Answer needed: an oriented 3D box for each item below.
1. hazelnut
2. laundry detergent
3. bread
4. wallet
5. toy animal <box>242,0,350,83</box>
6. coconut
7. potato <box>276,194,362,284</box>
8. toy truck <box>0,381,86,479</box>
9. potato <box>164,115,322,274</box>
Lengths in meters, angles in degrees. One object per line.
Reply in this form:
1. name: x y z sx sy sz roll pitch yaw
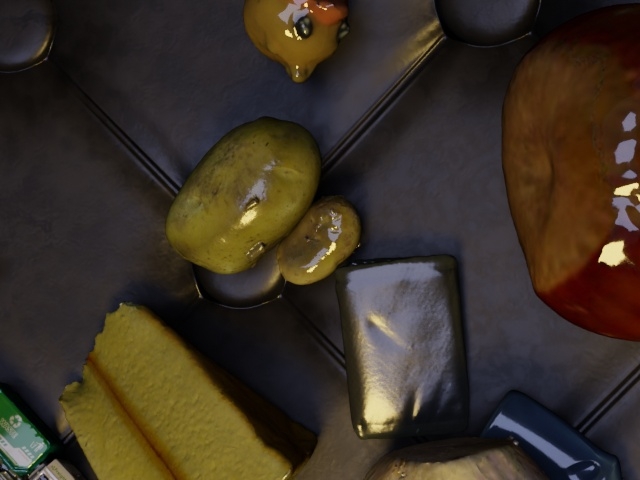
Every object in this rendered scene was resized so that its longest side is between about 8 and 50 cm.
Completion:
1. hazelnut: 0.399 -0.084 1.657 0.359 0.359 0.409 -10 93 13
2. laundry detergent: 0.313 0.284 1.796 0.206 0.061 0.096 31 86 12
3. bread: -0.216 0.262 1.837 0.362 0.245 0.233 38 97 9
4. wallet: 0.112 0.144 1.860 0.169 0.052 0.245 -5 92 10
5. toy animal: -0.038 -0.355 1.866 0.169 0.195 0.281 -20 76 51
6. coconut: 0.155 0.420 1.699 0.353 0.352 0.352 -1 87 13
7. potato: 0.000 0.000 1.878 0.138 0.070 0.091 -47 60 17
8. toy truck: -0.439 0.305 1.952 0.253 0.114 0.124 43 86 12
9. potato: -0.099 -0.060 1.858 0.149 0.197 0.228 33 83 -21
